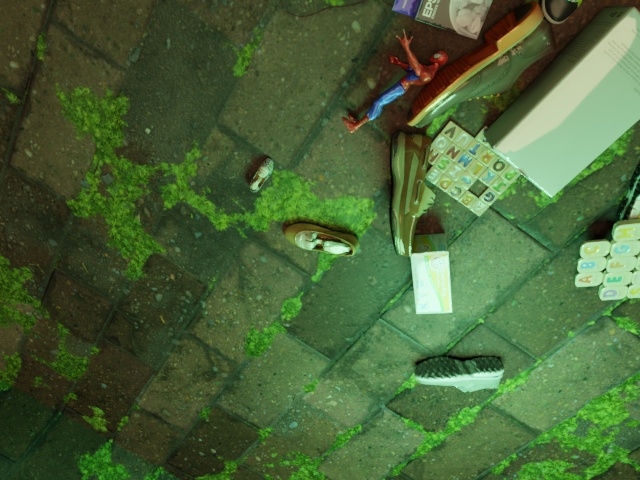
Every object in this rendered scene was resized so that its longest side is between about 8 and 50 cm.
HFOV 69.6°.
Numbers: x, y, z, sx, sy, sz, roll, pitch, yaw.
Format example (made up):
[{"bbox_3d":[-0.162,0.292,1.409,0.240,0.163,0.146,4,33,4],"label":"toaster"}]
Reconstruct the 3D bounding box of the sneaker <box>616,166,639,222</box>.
[{"bbox_3d":[0.824,-0.118,1.140,0.094,0.082,0.209,8,130,6],"label":"sneaker"}]

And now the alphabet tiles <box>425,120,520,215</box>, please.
[{"bbox_3d":[0.397,-0.200,1.213,0.237,0.009,0.198,33,119,-8],"label":"alphabet tiles"}]

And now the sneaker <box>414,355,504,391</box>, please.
[{"bbox_3d":[0.448,0.452,1.493,0.280,0.105,0.116,-3,117,11],"label":"sneaker"}]

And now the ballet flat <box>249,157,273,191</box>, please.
[{"bbox_3d":[-0.169,-0.181,1.311,0.041,0.041,0.114,32,118,-7],"label":"ballet flat"}]

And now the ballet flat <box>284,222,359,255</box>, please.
[{"bbox_3d":[0.000,0.000,1.356,0.232,0.073,0.080,7,118,7],"label":"ballet flat"}]

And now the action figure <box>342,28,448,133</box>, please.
[{"bbox_3d":[0.162,-0.391,1.107,0.280,0.091,0.139,-27,103,26],"label":"action figure"}]

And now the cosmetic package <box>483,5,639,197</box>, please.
[{"bbox_3d":[0.577,-0.305,1.037,0.197,0.155,0.365,38,117,-10],"label":"cosmetic package"}]

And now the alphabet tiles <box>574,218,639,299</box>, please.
[{"bbox_3d":[0.837,0.056,1.222,0.277,0.021,0.284,-5,130,13],"label":"alphabet tiles"}]

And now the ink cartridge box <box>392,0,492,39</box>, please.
[{"bbox_3d":[0.289,-0.581,1.011,0.208,0.045,0.207,19,120,2],"label":"ink cartridge box"}]

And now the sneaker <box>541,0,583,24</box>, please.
[{"bbox_3d":[0.544,-0.565,0.941,0.084,0.097,0.235,25,119,-3],"label":"sneaker"}]

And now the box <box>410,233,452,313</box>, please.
[{"bbox_3d":[0.318,0.096,1.325,0.103,0.114,0.203,-5,115,13],"label":"box"}]

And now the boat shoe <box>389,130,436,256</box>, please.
[{"bbox_3d":[0.240,-0.118,1.192,0.119,0.122,0.325,0,103,6],"label":"boat shoe"}]

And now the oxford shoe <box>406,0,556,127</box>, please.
[{"bbox_3d":[0.365,-0.366,1.068,0.363,0.130,0.132,-35,118,29],"label":"oxford shoe"}]
